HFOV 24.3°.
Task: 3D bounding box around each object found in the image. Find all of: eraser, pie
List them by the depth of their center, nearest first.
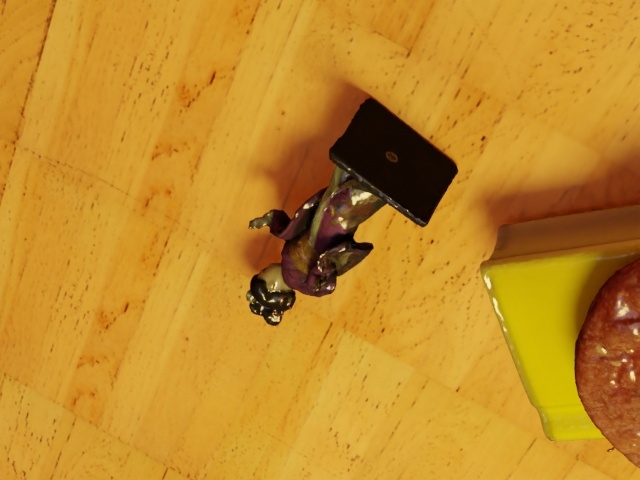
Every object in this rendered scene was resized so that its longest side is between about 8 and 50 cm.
[{"bbox_3d":[0.246,0.085,0.928,0.182,0.049,0.182,12,125,18],"label":"pie"},{"bbox_3d":[0.232,0.053,0.989,0.226,0.069,0.158,-8,120,30],"label":"eraser"}]

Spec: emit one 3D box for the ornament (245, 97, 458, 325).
[{"bbox_3d":[-0.005,-0.007,1.049,0.081,0.088,0.203,44,131,-7],"label":"ornament"}]
